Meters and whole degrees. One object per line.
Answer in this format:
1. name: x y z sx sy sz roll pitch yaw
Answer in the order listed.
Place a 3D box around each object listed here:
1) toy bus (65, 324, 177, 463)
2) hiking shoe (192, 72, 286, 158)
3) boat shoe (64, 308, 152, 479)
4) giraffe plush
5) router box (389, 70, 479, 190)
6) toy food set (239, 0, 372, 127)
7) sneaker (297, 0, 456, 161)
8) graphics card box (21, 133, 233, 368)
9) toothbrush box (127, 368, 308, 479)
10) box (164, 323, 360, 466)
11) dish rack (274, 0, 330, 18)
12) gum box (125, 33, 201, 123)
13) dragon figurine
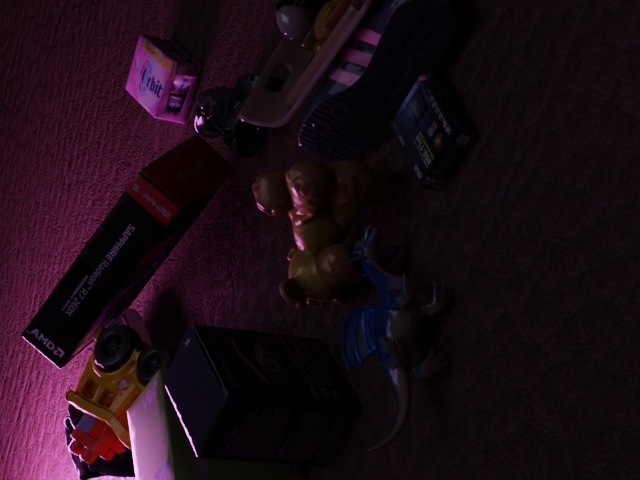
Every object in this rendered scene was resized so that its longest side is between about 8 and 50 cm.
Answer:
1. toy bus: -0.286 0.259 2.076 0.220 0.149 0.211 19 72 40
2. hiking shoe: -0.137 -0.181 2.106 0.227 0.086 0.114 -21 60 55
3. boat shoe: -0.357 0.252 2.265 0.340 0.158 0.127 -113 27 -43
4. giraffe plush: 0.000 0.000 1.756 0.210 0.181 0.170 154 113 -65
5. router box: 0.138 -0.136 1.667 0.092 0.038 0.122 -59 36 34
6. toy food set: 0.002 -0.313 1.800 0.306 0.092 0.220 -52 9 41
7. sneaker: 0.077 -0.233 1.760 0.319 0.112 0.131 -47 27 40
8. graphics card box: -0.306 0.016 2.154 0.371 0.094 0.233 -49 -1 25
9. toothbrush box: -0.132 0.331 1.829 0.122 0.206 0.283 -51 41 40
10. box: -0.078 0.203 1.770 0.108 0.207 0.153 -65 33 25
11. dish rack: -0.006 -0.474 1.979 0.208 0.074 0.271 -48 43 42
12. gum box: -0.280 -0.288 2.406 0.188 0.062 0.107 43 119 56
13. dragon figurine: 0.083 0.119 1.638 0.144 0.085 0.289 -19 61 59
